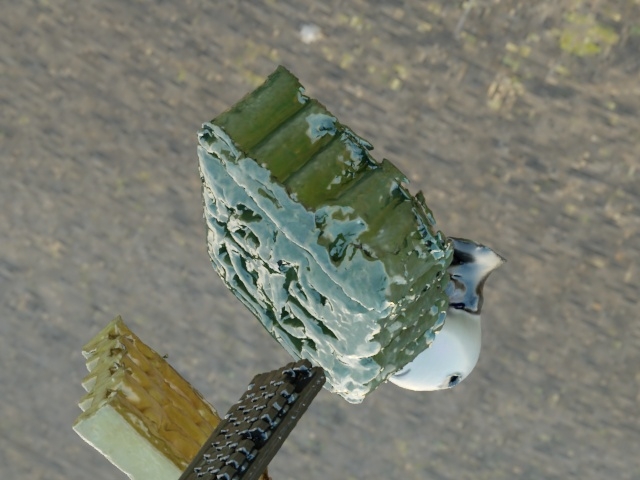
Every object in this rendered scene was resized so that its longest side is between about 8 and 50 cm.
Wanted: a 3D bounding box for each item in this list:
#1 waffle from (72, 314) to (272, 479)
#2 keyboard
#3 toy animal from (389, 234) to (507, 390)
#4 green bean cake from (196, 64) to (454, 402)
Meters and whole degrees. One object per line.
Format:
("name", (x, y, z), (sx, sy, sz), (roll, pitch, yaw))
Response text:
("waffle", (-0.169, 0.253, 1.793), (0.304, 0.077, 0.348), (46, -176, -12))
("keyboard", (-0.065, 0.133, 0.707), (0.018, 0.195, 0.060), (50, 145, -19))
("toy animal", (0.114, 0.076, 1.576), (0.138, 0.179, 0.166), (8, -174, -13))
("green bean cake", (0.000, 0.000, 1.308), (0.241, 0.132, 0.255), (46, 159, 20))
